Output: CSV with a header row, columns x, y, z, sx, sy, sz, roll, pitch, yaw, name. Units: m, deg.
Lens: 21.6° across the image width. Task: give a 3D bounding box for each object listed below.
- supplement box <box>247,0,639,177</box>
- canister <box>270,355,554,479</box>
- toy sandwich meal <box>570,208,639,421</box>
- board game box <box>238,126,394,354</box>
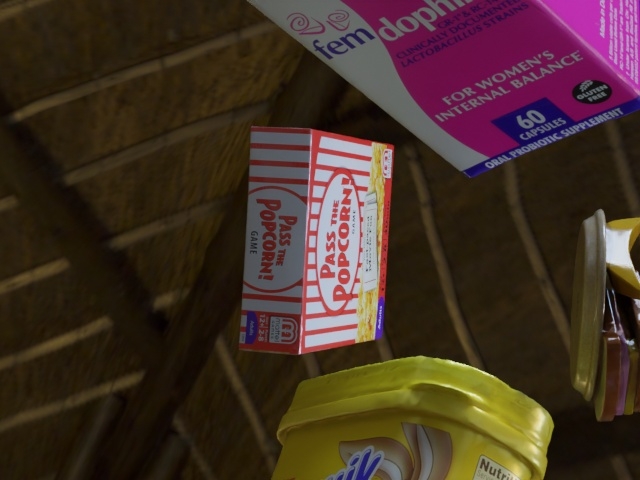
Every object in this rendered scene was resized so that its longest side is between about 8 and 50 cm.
x,y,z,sx,sy,sz,roll,pitch,yaw,name
0.051,-0.141,0.792,0.111,0.114,0.220,-22,-43,36,supplement box
0.014,0.139,0.644,0.073,0.126,0.170,32,-117,-24,canister
0.117,0.028,0.669,0.029,0.085,0.085,4,-83,5,toy sandwich meal
0.000,0.000,1.157,0.045,0.193,0.147,4,-88,18,board game box
